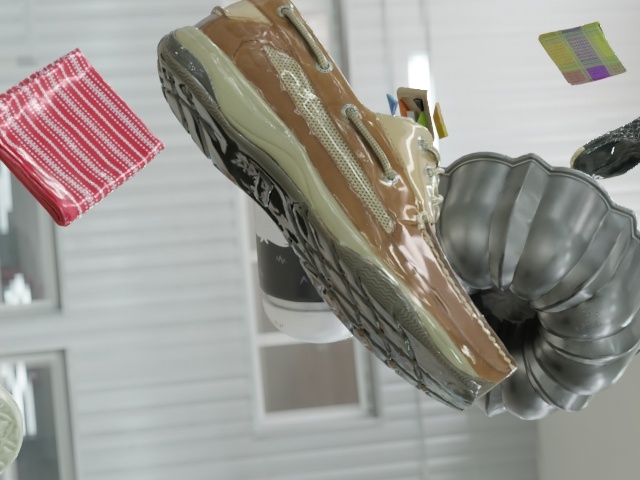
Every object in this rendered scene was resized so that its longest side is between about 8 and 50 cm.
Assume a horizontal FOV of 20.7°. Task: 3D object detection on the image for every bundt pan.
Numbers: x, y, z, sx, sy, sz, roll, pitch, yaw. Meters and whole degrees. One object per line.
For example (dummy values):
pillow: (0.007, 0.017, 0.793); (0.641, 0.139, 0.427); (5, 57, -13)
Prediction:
bundt pan: (0.207, 0.070, 1.951); (0.124, 0.331, 0.331); (-59, 162, -48)

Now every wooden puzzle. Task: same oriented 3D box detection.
wooden puzzle: (0.125, -0.166, 2.332); (0.116, 0.014, 0.078); (2, -75, 58)

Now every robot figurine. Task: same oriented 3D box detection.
robot figurine: (0.001, -0.001, 2.344); (0.209, 0.173, 0.278); (-65, 153, -70)

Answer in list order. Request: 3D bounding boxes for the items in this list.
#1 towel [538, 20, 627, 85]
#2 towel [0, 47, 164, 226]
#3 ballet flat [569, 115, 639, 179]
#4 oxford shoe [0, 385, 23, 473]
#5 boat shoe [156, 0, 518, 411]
towel: (0.241, -0.173, 1.621); (0.060, 0.009, 0.083); (54, -29, -18)
towel: (-0.342, -0.146, 2.392); (0.199, 0.275, 0.031); (48, -54, -3)
ballet flat: (0.377, -0.119, 2.173); (0.049, 0.173, 0.057); (29, -43, 56)
oxford shoe: (-0.535, 0.230, 1.823); (0.130, 0.449, 0.169); (-146, -134, -66)
boat shoe: (0.027, -0.038, 1.172); (0.324, 0.120, 0.122); (51, -15, 5)
